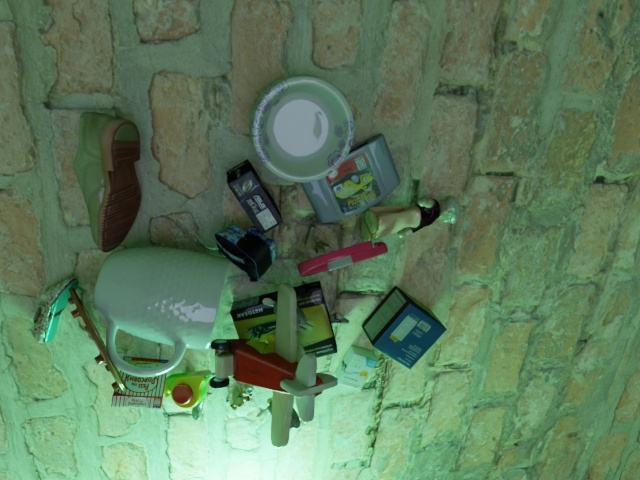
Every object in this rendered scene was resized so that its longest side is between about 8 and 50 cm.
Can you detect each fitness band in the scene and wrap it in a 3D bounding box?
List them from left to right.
[{"bbox_3d":[0.070,0.054,1.420,0.290,0.209,0.055,-16,87,-13],"label":"fitness band"}]

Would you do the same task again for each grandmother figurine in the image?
[{"bbox_3d":[0.309,-0.081,1.465,0.342,0.208,0.104,-11,73,-18],"label":"grandmother figurine"}]

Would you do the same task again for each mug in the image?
[{"bbox_3d":[-0.461,0.195,1.278,0.327,0.375,0.276,13,152,-11],"label":"mug"}]

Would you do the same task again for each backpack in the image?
[{"bbox_3d":[-0.232,0.020,1.370,0.173,0.158,0.117,34,67,16],"label":"backpack"}]

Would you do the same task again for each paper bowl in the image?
[{"bbox_3d":[-0.057,-0.316,1.264,0.283,0.148,0.285,-5,113,-11],"label":"paper bowl"}]

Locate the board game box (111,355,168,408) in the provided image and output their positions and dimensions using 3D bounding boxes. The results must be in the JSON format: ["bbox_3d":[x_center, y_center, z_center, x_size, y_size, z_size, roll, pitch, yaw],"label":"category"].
[{"bbox_3d":[-0.574,0.454,1.446,0.146,0.193,0.045,9,110,-17],"label":"board game box"}]

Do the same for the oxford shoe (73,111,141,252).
[{"bbox_3d":[-0.593,-0.157,1.240,0.146,0.140,0.397,22,114,11],"label":"oxford shoe"}]

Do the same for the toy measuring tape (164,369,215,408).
[{"bbox_3d":[-0.390,0.502,1.525,0.329,0.121,0.122,-9,116,12],"label":"toy measuring tape"}]

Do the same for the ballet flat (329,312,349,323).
[{"bbox_3d":[0.049,0.279,1.605,0.114,0.041,0.041,-2,113,-13],"label":"ballet flat"}]

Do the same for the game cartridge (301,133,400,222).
[{"bbox_3d":[0.098,-0.182,1.412,0.294,0.060,0.196,-27,120,-1],"label":"game cartridge"}]

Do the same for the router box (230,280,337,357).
[{"bbox_3d":[-0.118,0.292,1.510,0.308,0.081,0.243,-15,108,2],"label":"router box"}]

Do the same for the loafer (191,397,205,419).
[{"bbox_3d":[-0.438,0.584,1.624,0.045,0.039,0.125,14,105,15],"label":"loafer"}]

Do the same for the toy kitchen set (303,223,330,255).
[{"bbox_3d":[0.000,0.000,1.456,0.083,0.068,0.075,12,109,-18],"label":"toy kitchen set"}]

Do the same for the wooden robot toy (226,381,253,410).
[{"bbox_3d":[-0.282,0.568,1.627,0.076,0.079,0.173,22,107,-21],"label":"wooden robot toy"}]

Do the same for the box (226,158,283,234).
[{"bbox_3d":[-0.192,-0.128,1.313,0.077,0.147,0.180,-31,115,1],"label":"box"}]

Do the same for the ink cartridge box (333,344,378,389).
[{"bbox_3d":[0.125,0.495,1.700,0.104,0.062,0.182,21,107,-20],"label":"ink cartridge box"}]

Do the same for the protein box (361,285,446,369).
[{"bbox_3d":[0.297,0.314,1.621,0.199,0.136,0.201,34,101,-24],"label":"protein box"}]

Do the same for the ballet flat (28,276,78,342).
[{"bbox_3d":[-0.810,0.200,1.349,0.077,0.091,0.241,30,100,3],"label":"ballet flat"}]

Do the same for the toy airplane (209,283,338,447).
[{"bbox_3d":[-0.113,0.375,1.354,0.386,0.272,0.385,-44,73,24],"label":"toy airplane"}]

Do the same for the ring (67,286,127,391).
[{"bbox_3d":[-0.645,0.289,1.289,0.032,0.336,0.337,-29,119,-26],"label":"ring"}]
